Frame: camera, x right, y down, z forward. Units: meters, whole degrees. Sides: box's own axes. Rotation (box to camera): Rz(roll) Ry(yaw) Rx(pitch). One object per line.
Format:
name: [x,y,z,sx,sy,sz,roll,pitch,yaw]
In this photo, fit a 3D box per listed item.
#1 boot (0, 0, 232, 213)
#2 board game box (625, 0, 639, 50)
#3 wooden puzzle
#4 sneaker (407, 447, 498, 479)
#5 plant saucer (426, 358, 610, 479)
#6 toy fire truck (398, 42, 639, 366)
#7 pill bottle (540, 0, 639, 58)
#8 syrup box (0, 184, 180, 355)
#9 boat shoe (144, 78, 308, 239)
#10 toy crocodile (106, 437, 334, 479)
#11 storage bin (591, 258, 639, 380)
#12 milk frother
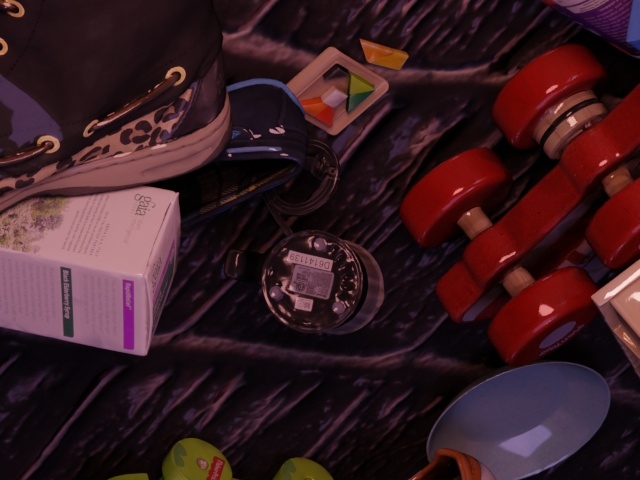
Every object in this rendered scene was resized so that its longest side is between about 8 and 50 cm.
boot: [-0.230,-0.144,1.300,0.377,0.138,0.284,-11,140,-18]
board game box: [0.303,-0.213,1.411,0.047,0.210,0.160,-4,157,45]
wooden puzzle: [0.011,-0.118,1.529,0.078,0.014,0.116,22,125,-39]
sneaker: [0.056,0.319,1.867,0.290,0.106,0.123,-51,138,-10]
plant saucer: [0.193,0.173,1.912,0.195,0.037,0.195,-12,138,-11]
toy fire truck: [0.234,-0.035,1.630,0.302,0.169,0.254,-47,157,29]
pill bottle: [0.239,-0.202,1.459,0.193,0.108,0.108,24,123,-40]
syrup box: [-0.229,0.004,1.426,0.237,0.093,0.096,12,136,4]
boat shoe: [-0.132,-0.042,1.490,0.258,0.089,0.109,-30,139,16]
toy crocodile: [-0.079,0.276,1.858,0.340,0.105,0.115,14,129,-35]
storage bin: [0.391,0.053,1.600,0.262,0.123,0.260,-38,151,2]
milk frother: [0.000,0.000,1.601,0.143,0.129,0.135,-60,171,2]
